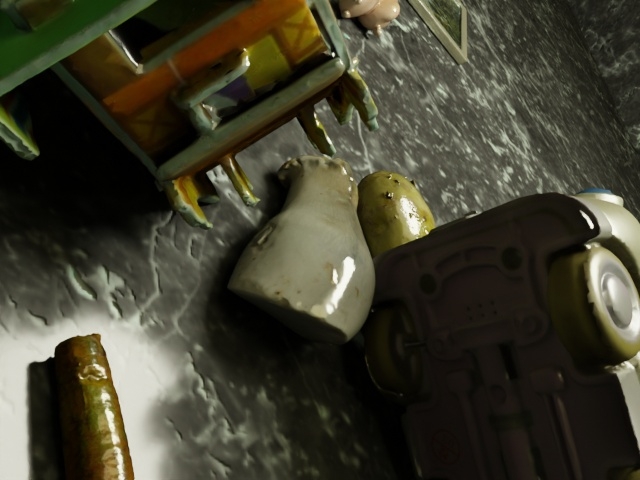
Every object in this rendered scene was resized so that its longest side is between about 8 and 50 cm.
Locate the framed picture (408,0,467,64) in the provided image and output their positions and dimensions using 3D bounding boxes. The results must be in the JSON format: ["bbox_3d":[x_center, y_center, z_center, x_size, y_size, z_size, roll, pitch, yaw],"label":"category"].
[{"bbox_3d":[0.171,-0.493,1.375,0.324,0.020,0.241,45,33,-23],"label":"framed picture"}]

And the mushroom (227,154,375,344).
[{"bbox_3d":[0.000,0.000,0.645,0.116,0.093,0.225,29,43,-8],"label":"mushroom"}]

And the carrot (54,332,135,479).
[{"bbox_3d":[-0.123,0.131,0.411,0.042,0.042,0.171,15,49,-49],"label":"carrot"}]

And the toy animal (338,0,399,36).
[{"bbox_3d":[0.081,-0.332,1.051,0.082,0.091,0.114,63,27,-23],"label":"toy animal"}]

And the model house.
[{"bbox_3d":[-0.126,-0.164,0.538,0.358,0.242,0.313,57,-2,32],"label":"model house"}]

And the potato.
[{"bbox_3d":[0.083,-0.011,0.792,0.091,0.070,0.138,-5,68,-55],"label":"potato"}]

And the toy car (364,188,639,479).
[{"bbox_3d":[0.202,0.142,0.638,0.226,0.242,0.336,-1,73,-46],"label":"toy car"}]
